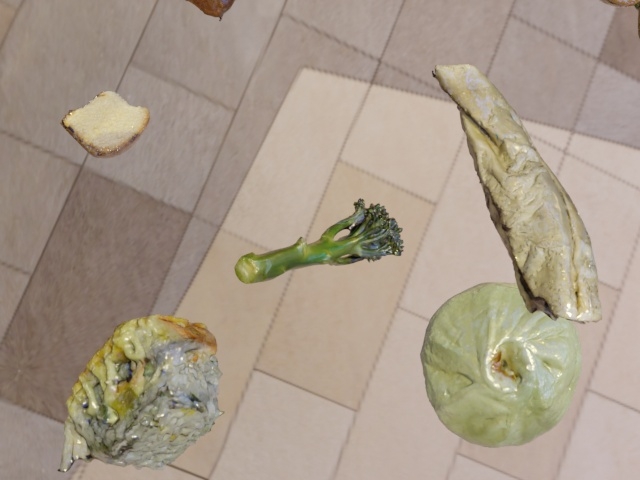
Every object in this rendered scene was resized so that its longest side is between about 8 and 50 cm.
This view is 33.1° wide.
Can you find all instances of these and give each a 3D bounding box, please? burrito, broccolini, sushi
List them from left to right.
[{"bbox_3d":[-0.260,0.234,1.566,0.139,0.274,0.184,20,32,-47],"label":"sushi"},{"bbox_3d":[0.002,0.000,1.007,0.067,0.058,0.216,45,29,25],"label":"broccolini"},{"bbox_3d":[0.144,-0.034,0.793,0.058,0.063,0.229,-9,62,-30],"label":"burrito"}]

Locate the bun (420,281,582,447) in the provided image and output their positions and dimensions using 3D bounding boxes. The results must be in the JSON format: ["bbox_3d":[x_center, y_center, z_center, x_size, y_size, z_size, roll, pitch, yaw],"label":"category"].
[{"bbox_3d":[0.208,0.148,1.247,0.196,0.118,0.195,0,95,4],"label":"bun"}]

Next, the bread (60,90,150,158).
[{"bbox_3d":[-0.357,-0.191,1.805,0.126,0.044,0.129,36,61,19],"label":"bread"}]

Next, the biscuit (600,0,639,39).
[{"bbox_3d":[0.435,-0.323,1.317,0.302,0.049,0.196,4,93,-31],"label":"biscuit"}]

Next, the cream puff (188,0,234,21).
[{"bbox_3d":[-0.048,-0.297,0.856,0.241,0.269,0.154,-31,122,2],"label":"cream puff"}]
